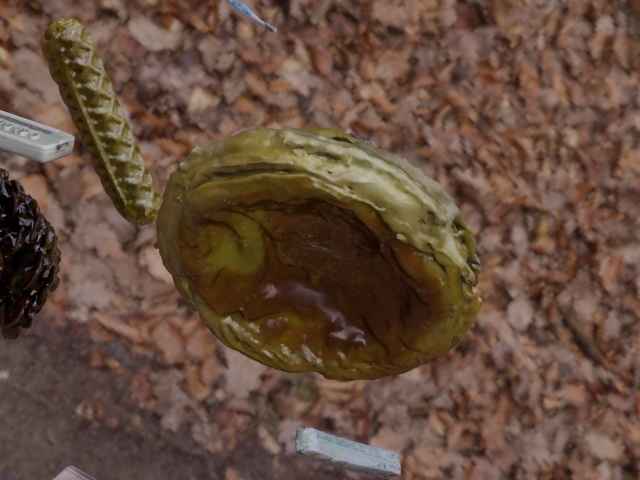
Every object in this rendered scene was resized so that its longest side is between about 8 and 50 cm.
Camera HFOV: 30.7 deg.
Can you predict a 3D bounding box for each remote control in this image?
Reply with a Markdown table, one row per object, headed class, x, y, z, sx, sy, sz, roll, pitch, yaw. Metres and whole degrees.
| class | x | y | z | sx | sy | sz | roll | pitch | yaw |
| --- | --- | --- | --- | --- | --- | --- | --- | --- | --- |
| remote control | -0.483 | -0.162 | 1.728 | 0.230 | 0.049 | 0.090 | 18 | 18 | 14 |

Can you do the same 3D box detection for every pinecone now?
| class | x | y | z | sx | sy | sz | roll | pitch | yaw |
| --- | --- | --- | --- | --- | --- | --- | --- | --- | --- |
| pinecone | -0.580 | 0.022 | 2.027 | 0.242 | 0.298 | 0.296 | -44 | 118 | -21 |

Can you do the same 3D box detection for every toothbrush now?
| class | x | y | z | sx | sy | sz | roll | pitch | yaw |
| --- | --- | --- | --- | --- | --- | --- | --- | --- | --- |
| toothbrush | -0.138 | -0.397 | 1.988 | 0.162 | 0.014 | 0.017 | 36 | -2 | 20 |

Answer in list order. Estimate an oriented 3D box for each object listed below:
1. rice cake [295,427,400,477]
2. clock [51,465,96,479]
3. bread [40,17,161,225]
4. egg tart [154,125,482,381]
| class | x | y | z | sx | sy | sz | roll | pitch | yaw |
| --- | --- | --- | --- | --- | --- | --- | --- | --- | --- |
| rice cake | 0.041 | 0.316 | 1.728 | 0.211 | 0.034 | 0.043 | 23 | 48 | -42 |
| clock | -0.278 | 0.395 | 1.511 | 0.071 | 0.147 | 0.192 | -43 | 135 | -31 |
| bread | -0.355 | -0.188 | 1.904 | 0.077 | 0.084 | 0.367 | -38 | 118 | -33 |
| egg tart | 0.000 | 0.000 | 1.181 | 0.352 | 0.352 | 0.150 | 36 | 48 | -17 |
